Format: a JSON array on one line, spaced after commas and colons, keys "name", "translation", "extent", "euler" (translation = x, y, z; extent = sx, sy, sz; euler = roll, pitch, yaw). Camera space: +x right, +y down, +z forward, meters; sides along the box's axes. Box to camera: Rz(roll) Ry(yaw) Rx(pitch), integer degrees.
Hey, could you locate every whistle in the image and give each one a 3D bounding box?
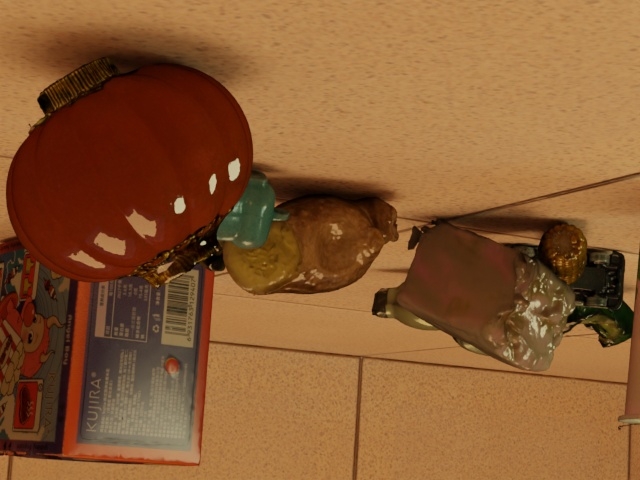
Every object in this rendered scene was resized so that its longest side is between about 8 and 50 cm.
[{"name": "whistle", "translation": [-0.167, -0.049, 1.611], "extent": [0.274, 0.093, 0.186], "euler": [9, -164, -14]}]

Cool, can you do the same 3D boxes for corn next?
[{"name": "corn", "translation": [0.327, 0.021, 1.924], "extent": [0.068, 0.068, 0.207], "euler": [2, 171, 9]}]

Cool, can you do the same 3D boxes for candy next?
[{"name": "candy", "translation": [0.216, 0.071, 1.874], "extent": [0.195, 0.137, 0.185], "euler": [22, 172, 41]}]

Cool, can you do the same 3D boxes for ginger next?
[{"name": "ginger", "translation": [0.000, 0.000, 1.785], "extent": [0.219, 0.123, 0.270], "euler": [-15, -176, 15]}]

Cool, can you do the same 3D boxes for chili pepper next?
[{"name": "chili pepper", "translation": [0.443, 0.117, 2.401], "extent": [0.148, 0.116, 0.264], "euler": [-18, 160, 36]}]

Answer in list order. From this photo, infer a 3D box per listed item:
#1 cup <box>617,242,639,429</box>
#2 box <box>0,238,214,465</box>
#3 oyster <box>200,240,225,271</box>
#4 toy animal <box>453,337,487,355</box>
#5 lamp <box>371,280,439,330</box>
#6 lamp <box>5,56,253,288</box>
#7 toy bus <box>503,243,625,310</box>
[{"name": "cup", "translation": [0.472, 0.087, 1.653], "extent": [0.253, 0.274, 0.253], "euler": [2, 171, 0]}, {"name": "box", "translation": [-0.361, 0.175, 2.243], "extent": [0.257, 0.348, 0.318], "euler": [11, 170, -37]}, {"name": "oyster", "translation": [-0.196, -0.013, 1.755], "extent": [0.260, 0.092, 0.198], "euler": [2, -174, -29]}, {"name": "toy animal", "translation": [0.331, 0.149, 2.541], "extent": [0.225, 0.121, 0.094], "euler": [8, 169, -36]}, {"name": "lamp", "translation": [0.208, 0.101, 2.359], "extent": [0.250, 0.101, 0.101], "euler": [-1, 170, 13]}, {"name": "lamp", "translation": [-0.163, -0.057, 1.224], "extent": [0.223, 0.196, 0.223], "euler": [-31, -175, 3]}, {"name": "toy bus", "translation": [0.342, 0.054, 2.078], "extent": [0.194, 0.087, 0.089], "euler": [4, 175, -1]}]
